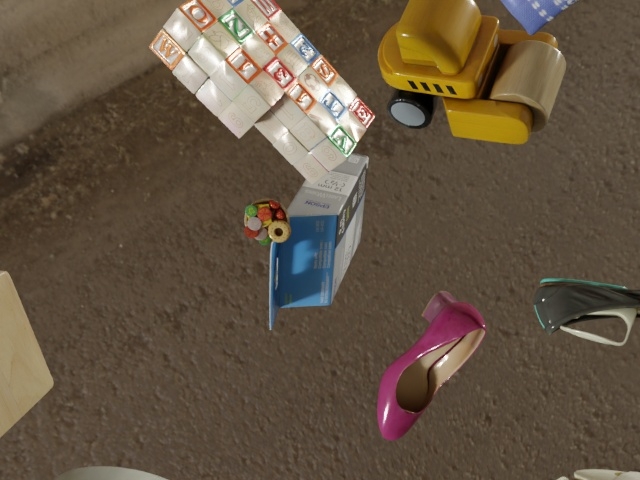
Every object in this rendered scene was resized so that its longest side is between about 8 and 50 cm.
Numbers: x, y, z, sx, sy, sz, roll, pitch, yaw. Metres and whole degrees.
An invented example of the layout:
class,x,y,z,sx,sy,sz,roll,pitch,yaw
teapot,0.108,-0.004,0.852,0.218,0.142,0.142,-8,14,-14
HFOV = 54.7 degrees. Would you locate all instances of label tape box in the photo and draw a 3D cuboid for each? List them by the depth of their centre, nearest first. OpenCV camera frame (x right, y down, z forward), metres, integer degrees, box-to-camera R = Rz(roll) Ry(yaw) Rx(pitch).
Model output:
class,x,y,z,sx,sy,sz,roll,pitch,yaw
label tape box,0.000,0.000,1.311,0.115,0.249,0.347,13,40,11

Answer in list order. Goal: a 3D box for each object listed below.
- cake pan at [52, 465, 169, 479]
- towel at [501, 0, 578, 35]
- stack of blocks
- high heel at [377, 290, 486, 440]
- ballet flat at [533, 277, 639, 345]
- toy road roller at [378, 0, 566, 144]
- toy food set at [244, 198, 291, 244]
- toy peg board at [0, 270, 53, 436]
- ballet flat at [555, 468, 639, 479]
class,x,y,z,sx,sy,sz,roll,pitch,yaw
cake pan,-0.296,0.430,0.934,0.293,0.293,0.054,-6,39,10
towel,0.160,-0.300,0.284,0.243,0.336,0.040,52,43,-1
stack of blocks,-0.072,-0.226,0.893,0.087,0.297,0.171,-31,20,44
high heel,0.232,0.300,1.340,0.127,0.377,0.181,14,12,-17
ballet flat,0.454,0.104,0.886,0.280,0.095,0.096,-3,71,22
toy road roller,0.265,-0.334,1.132,0.329,0.240,0.202,15,69,25
toy food set,-0.095,-0.033,1.094,0.082,0.083,0.020,-8,17,5
toy peg board,-0.386,0.137,0.645,0.079,0.161,0.160,4,30,21
ballet flat,0.168,0.166,0.342,0.087,0.247,0.083,18,72,19
